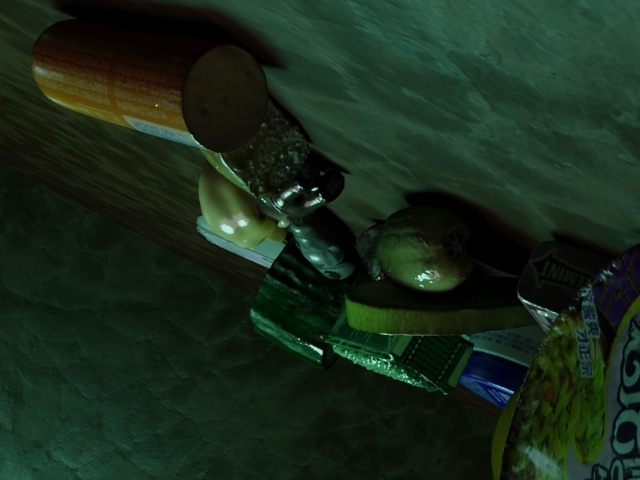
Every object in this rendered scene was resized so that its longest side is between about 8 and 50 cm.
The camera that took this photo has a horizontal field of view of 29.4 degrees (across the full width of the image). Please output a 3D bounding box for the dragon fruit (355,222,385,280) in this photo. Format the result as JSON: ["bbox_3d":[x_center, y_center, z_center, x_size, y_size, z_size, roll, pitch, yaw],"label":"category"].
[{"bbox_3d":[0.084,0.014,1.432,0.056,0.060,0.083,24,-159,-28],"label":"dragon fruit"}]

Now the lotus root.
[{"bbox_3d":[0.099,0.010,1.227,0.077,0.090,0.183,-2,-179,-14],"label":"lotus root"}]

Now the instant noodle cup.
[{"bbox_3d":[0.330,0.189,0.918,0.266,0.339,0.340,19,176,-21],"label":"instant noodle cup"}]

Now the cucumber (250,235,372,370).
[{"bbox_3d":[0.000,0.091,1.782,0.130,0.191,0.191,33,175,20],"label":"cucumber"}]

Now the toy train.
[{"bbox_3d":[0.115,0.099,1.518,0.115,0.154,0.269,27,172,-17],"label":"toy train"}]

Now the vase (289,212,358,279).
[{"bbox_3d":[0.000,0.000,1.595,0.060,0.060,0.211,24,172,19],"label":"vase"}]

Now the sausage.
[{"bbox_3d":[-0.175,-0.148,1.101,0.312,0.093,0.093,18,168,48],"label":"sausage"}]

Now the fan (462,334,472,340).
[{"bbox_3d":[0.278,0.180,2.019,0.038,0.016,0.193,22,170,48],"label":"fan"}]

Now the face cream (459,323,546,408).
[{"bbox_3d":[0.286,0.171,1.578,0.206,0.111,0.206,25,172,4],"label":"face cream"}]

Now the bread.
[{"bbox_3d":[-0.077,-0.101,1.160,0.094,0.083,0.157,37,176,15],"label":"bread"}]

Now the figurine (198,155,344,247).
[{"bbox_3d":[-0.056,-0.059,1.334,0.114,0.108,0.196,20,159,-29],"label":"figurine"}]

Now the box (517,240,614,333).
[{"bbox_3d":[0.267,0.074,1.167,0.120,0.069,0.224,22,171,26],"label":"box"}]

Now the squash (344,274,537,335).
[{"bbox_3d":[0.134,0.065,1.280,0.219,0.041,0.219,-4,-176,0],"label":"squash"}]

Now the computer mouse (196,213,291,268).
[{"bbox_3d":[-0.085,0.011,1.955,0.245,0.056,0.126,24,171,23],"label":"computer mouse"}]

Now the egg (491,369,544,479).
[{"bbox_3d":[0.349,0.261,1.324,0.351,0.282,0.282,18,168,40],"label":"egg"}]
